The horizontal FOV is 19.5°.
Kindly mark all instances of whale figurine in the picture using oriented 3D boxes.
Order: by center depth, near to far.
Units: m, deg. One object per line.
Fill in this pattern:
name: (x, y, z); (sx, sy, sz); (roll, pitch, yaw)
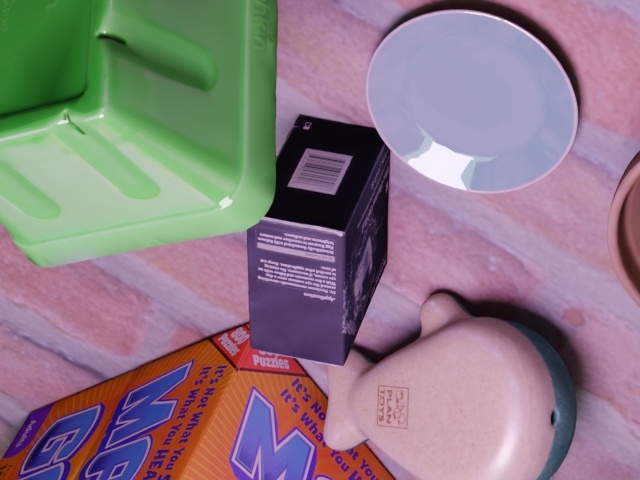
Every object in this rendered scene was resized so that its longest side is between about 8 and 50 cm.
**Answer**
whale figurine: (0.124, 0.158, 1.770); (0.272, 0.141, 0.216); (-1, 87, 44)

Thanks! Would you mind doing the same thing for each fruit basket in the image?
fruit basket: (-0.142, -0.156, 1.524); (0.283, 0.392, 0.392); (-10, 122, 29)

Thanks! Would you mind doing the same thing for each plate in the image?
plate: (0.131, -0.122, 1.605); (0.188, 0.024, 0.188); (11, 131, 13)

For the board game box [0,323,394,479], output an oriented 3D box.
board game box: (-0.142, 0.367, 1.886); (0.356, 0.356, 0.356); (-23, 116, 35)

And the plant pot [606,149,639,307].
plant pot: (0.362, -0.024, 1.533); (0.237, 0.110, 0.237); (11, 130, 13)

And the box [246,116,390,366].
box: (0.000, 0.000, 1.668); (0.093, 0.156, 0.158); (11, 130, 13)
